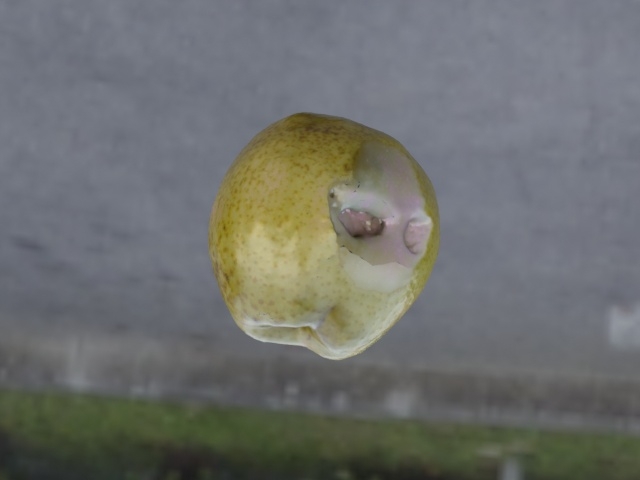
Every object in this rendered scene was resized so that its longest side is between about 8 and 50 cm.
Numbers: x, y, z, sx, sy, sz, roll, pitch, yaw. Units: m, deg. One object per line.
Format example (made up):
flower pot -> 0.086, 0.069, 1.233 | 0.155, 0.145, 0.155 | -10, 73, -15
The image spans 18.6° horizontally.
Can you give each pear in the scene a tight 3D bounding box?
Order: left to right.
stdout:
pear -> 0.000, 0.000, 1.400 | 0.178, 0.178, 0.178 | 6, 163, 2
